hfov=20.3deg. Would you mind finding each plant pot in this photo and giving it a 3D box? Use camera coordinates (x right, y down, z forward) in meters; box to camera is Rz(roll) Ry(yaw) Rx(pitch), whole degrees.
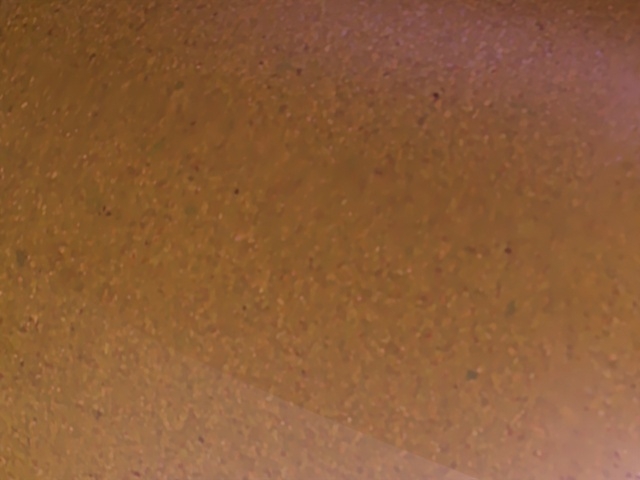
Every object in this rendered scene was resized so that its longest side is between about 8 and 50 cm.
[{"bbox_3d":[0.087,0.027,0.500,0.353,0.366,0.366,8,128,40],"label":"plant pot"}]
